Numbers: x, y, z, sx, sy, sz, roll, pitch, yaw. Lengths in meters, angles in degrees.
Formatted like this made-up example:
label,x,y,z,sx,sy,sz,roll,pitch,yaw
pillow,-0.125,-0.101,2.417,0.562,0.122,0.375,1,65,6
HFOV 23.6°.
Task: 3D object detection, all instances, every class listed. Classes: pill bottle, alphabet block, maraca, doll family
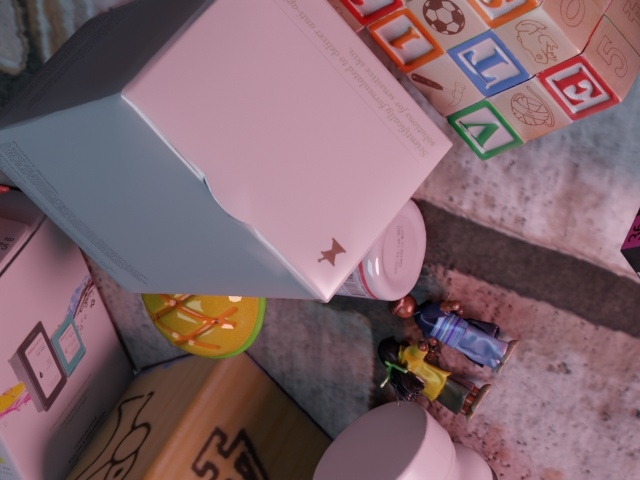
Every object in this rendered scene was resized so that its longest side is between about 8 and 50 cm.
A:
label,x,y,z,sx,sy,sz,roll,pitch,yaw
pill bottle,0.127,0.297,1.464,0.161,0.161,0.283,-15,124,46
alphabet block,-0.125,0.251,1.570,0.193,0.197,0.192,46,143,-18
maraca,-0.109,0.020,1.377,0.127,0.099,0.185,1,110,22
pill bottle,0.000,0.000,1.272,0.160,0.087,0.087,6,137,33
doll family,0.102,0.095,1.326,0.111,0.076,0.193,32,140,8

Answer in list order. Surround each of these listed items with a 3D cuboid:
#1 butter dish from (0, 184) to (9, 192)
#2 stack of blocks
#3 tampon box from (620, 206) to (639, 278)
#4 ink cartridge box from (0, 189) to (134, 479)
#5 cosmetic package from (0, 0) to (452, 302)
label,x,y,z,sx,sy,sz,roll,pitch,yaw
butter dish,-0.393,-0.100,1.437,0.160,0.118,0.160,1,175,34
stack of blocks,0.059,-0.194,0.997,0.297,0.087,0.171,46,143,-18
tampon box,0.302,-0.013,0.999,0.161,0.120,0.101,-12,126,45
ink cartridge box,-0.352,0.099,1.561,0.198,0.197,0.270,11,139,27
cosmetic package,-0.096,-0.070,1.120,0.197,0.155,0.365,47,159,-20
